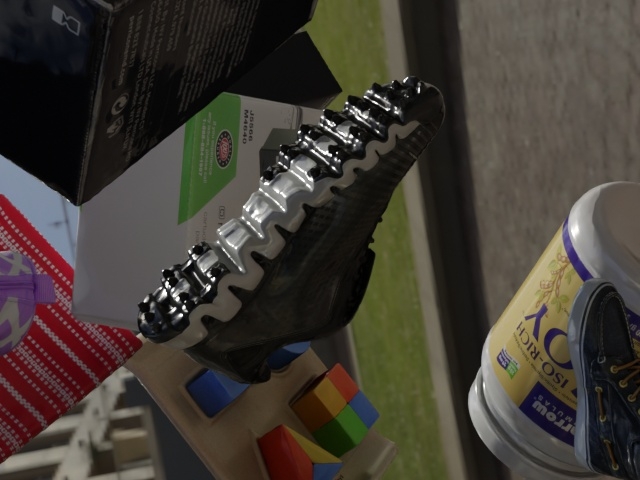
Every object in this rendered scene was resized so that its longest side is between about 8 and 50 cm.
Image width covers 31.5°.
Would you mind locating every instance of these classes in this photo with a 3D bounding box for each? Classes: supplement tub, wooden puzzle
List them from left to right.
[{"bbox_3d":[-0.056,0.201,1.446,0.348,0.080,0.322,48,-151,2],"label":"wooden puzzle"},{"bbox_3d":[0.340,0.121,1.361,0.241,0.241,0.331,-104,31,-47],"label":"supplement tub"}]

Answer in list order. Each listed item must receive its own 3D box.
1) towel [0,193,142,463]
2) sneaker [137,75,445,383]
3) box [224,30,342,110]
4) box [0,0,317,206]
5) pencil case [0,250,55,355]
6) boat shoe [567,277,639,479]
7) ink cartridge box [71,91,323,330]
[{"bbox_3d":[-0.310,0.096,0.950,0.199,0.275,0.031,47,145,4],"label":"towel"},{"bbox_3d":[0.000,0.000,0.715,0.106,0.234,0.078,45,180,-31],"label":"sneaker"},{"bbox_3d":[-0.123,-0.142,1.445,0.103,0.184,0.261,57,138,8],"label":"box"},{"bbox_3d":[-0.093,-0.120,0.414,0.158,0.156,0.093,-47,-15,-41],"label":"box"},{"bbox_3d":[-0.285,0.028,0.749,0.206,0.088,0.086,15,-128,-53],"label":"pencil case"},{"bbox_3d":[0.273,0.126,1.008,0.083,0.065,0.183,8,106,53],"label":"boat shoe"},{"bbox_3d":[-0.086,-0.030,1.009,0.273,0.115,0.198,-4,-80,-63],"label":"ink cartridge box"}]
